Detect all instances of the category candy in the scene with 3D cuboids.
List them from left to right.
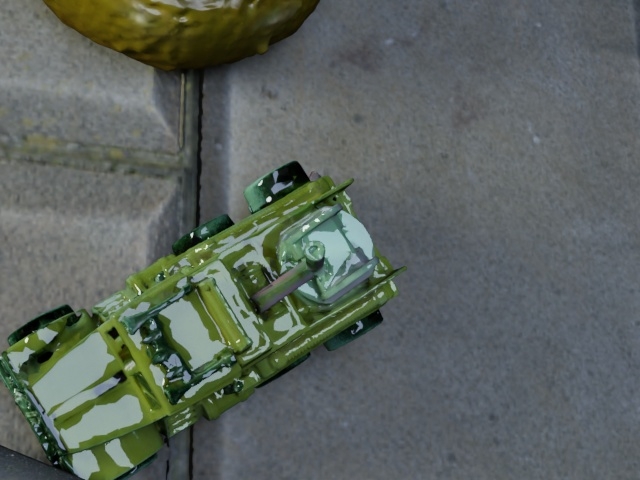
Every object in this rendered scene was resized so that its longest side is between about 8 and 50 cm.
[{"bbox_3d":[-0.103,-0.251,0.775,0.259,0.118,0.260,5,71,-15],"label":"candy"}]

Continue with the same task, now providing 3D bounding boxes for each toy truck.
[{"bbox_3d":[-0.071,0.047,0.672,0.259,0.135,0.128,-30,88,-15],"label":"toy truck"}]

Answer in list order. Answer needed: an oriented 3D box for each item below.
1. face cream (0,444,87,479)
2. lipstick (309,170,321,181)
[{"bbox_3d":[-0.135,0.175,0.599,0.283,0.073,0.073,17,66,15],"label":"face cream"},{"bbox_3d":[0.000,0.000,0.785,0.025,0.025,0.107,1,74,-21],"label":"lipstick"}]
